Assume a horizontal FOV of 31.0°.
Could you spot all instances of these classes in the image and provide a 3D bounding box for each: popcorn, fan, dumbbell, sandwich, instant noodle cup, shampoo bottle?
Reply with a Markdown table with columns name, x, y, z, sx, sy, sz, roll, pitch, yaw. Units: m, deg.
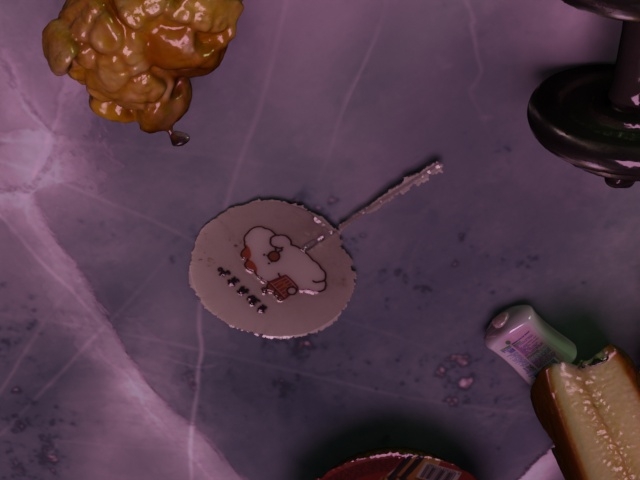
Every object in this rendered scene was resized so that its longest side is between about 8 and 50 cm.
| name | x | y | z | sx | sy | sz | roll | pitch | yaw |
| --- | --- | --- | --- | --- | --- | --- | --- | --- | --- |
| popcorn | -0.170 | -0.201 | 1.082 | 0.163 | 0.140 | 0.194 | 19 | 131 | -20 |
| fan | 0.000 | 0.000 | 1.269 | 0.329 | 0.009 | 0.191 | -34 | 114 | 23 |
| dumbbell | 0.292 | -0.175 | 1.052 | 0.192 | 0.192 | 0.290 | 0 | 123 | 1 |
| sandwich | 0.315 | 0.195 | 1.303 | 0.122 | 0.128 | 0.235 | -26 | 117 | -1 |
| instant noodle cup | 0.089 | 0.337 | 1.429 | 0.274 | 0.090 | 0.274 | 0 | 122 | 0 |
| shampoo bottle | 0.235 | 0.116 | 1.318 | 0.099 | 0.043 | 0.072 | 40 | 118 | -20 |
